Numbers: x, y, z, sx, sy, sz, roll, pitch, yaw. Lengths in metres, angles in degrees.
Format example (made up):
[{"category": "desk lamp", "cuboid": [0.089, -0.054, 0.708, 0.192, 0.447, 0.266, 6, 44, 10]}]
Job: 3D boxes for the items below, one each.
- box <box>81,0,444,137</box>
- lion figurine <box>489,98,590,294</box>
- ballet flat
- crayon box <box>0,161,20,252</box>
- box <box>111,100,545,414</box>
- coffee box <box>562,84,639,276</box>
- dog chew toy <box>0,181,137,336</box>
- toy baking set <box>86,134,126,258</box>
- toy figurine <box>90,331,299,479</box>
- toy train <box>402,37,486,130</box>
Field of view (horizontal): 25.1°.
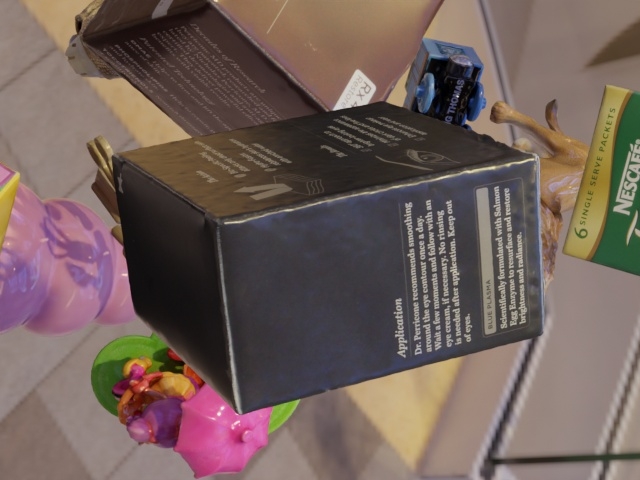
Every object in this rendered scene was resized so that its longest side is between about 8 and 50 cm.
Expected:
[{"category": "box", "cuboid": [-0.043, -0.180, 1.127, 0.167, 0.203, 0.168, 41, 66, -27]}, {"category": "lion figurine", "cuboid": [0.270, -0.063, 1.824, 0.392, 0.240, 0.142, -34, 140, -35]}, {"category": "ballet flat", "cuboid": [-0.221, -0.194, 1.447, 0.073, 0.067, 0.206, 56, 5, -18]}, {"category": "crayon box", "cuboid": [-0.415, 0.113, 1.216, 0.106, 0.313, 0.363, 33, 57, 1]}, {"category": "box", "cuboid": [0.000, 0.000, 0.693, 0.158, 0.156, 0.093, -12, 108, -21]}, {"category": "coffee box", "cuboid": [0.247, -0.020, 0.863, 0.040, 0.184, 0.113, -10, 117, -68]}, {"category": "dog chew toy", "cuboid": [-0.353, 0.030, 1.811, 0.331, 0.206, 0.207, 11, 74, -35]}, {"category": "toy baking set", "cuboid": [-0.202, -0.012, 1.620, 0.030, 0.256, 0.197, -34, 144, -17]}, {"category": "toy figurine", "cuboid": [-0.097, 0.119, 1.072, 0.159, 0.173, 0.130, -91, 176, -78]}, {"category": "toy train", "cuboid": [0.120, -0.121, 1.529, 0.080, 0.184, 0.105, 10, 28, -11]}]
